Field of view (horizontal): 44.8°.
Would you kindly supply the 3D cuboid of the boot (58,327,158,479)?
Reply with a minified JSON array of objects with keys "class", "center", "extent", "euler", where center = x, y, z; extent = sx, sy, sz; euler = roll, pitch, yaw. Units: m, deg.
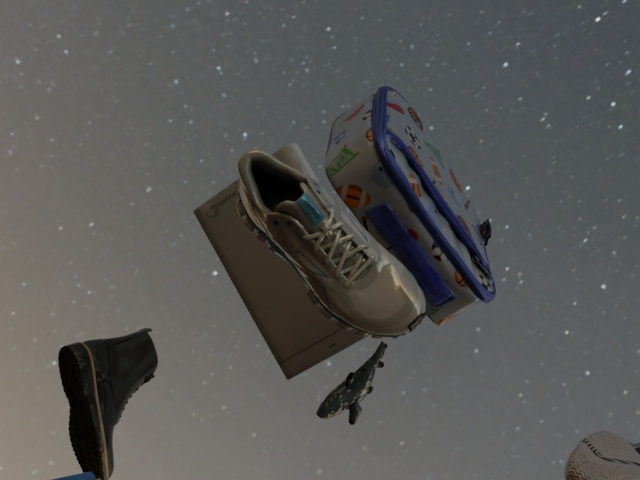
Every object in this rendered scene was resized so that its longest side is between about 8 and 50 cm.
[{"class":"boot","center":[-0.277,0.227,1.086],"extent":[0.077,0.137,0.197],"euler":[3,-79,42]}]

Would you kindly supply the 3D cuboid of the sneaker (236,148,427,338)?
[{"class":"sneaker","center":[0.000,0.000,0.585],"extent":[0.191,0.071,0.083],"euler":[39,-14,18]}]

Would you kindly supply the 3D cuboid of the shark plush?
[{"class":"shark plush","center":[0.062,0.243,1.304],"extent":[0.073,0.161,0.067],"euler":[54,7,38]}]

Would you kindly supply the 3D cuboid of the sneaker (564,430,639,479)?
[{"class":"sneaker","center":[0.532,0.442,1.336],"extent":[0.137,0.366,0.210],"euler":[34,-64,47]}]

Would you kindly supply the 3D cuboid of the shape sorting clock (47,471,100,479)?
[{"class":"shape sorting clock","center":[-0.316,0.267,0.752],"extent":[0.206,0.206,0.040],"euler":[-34,-114,52]}]

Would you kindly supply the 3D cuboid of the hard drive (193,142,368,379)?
[{"class":"hard drive","center":[-0.050,0.040,1.368],"extent":[0.233,0.047,0.353],"euler":[-32,-97,23]}]

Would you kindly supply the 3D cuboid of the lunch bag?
[{"class":"lunch bag","center":[0.128,-0.041,1.036],"extent":[0.115,0.243,0.303],"euler":[-30,-65,21]}]
